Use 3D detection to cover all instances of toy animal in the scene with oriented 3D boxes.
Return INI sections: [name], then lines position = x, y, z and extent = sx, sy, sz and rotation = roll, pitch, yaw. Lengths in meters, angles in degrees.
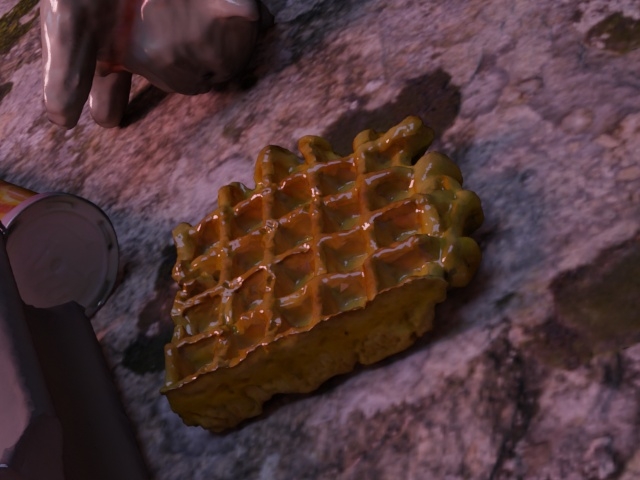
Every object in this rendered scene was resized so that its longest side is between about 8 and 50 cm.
[toy animal]
position = -0.139, -0.240, 1.220
extent = 0.188, 0.266, 0.308
rotation = -14, -2, 10

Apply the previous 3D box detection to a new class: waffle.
[waffle]
position = 0.000, 0.000, 0.908
extent = 0.229, 0.057, 0.219
rotation = -25, 38, 16

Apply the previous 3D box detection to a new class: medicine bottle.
[medicine bottle]
position = -0.329, -0.025, 1.176
extent = 0.426, 0.108, 0.108
rotation = 18, 64, 49

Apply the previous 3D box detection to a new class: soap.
[soap]
position = -0.257, 0.164, 0.877
extent = 0.258, 0.159, 0.302
rotation = -39, 34, 4
